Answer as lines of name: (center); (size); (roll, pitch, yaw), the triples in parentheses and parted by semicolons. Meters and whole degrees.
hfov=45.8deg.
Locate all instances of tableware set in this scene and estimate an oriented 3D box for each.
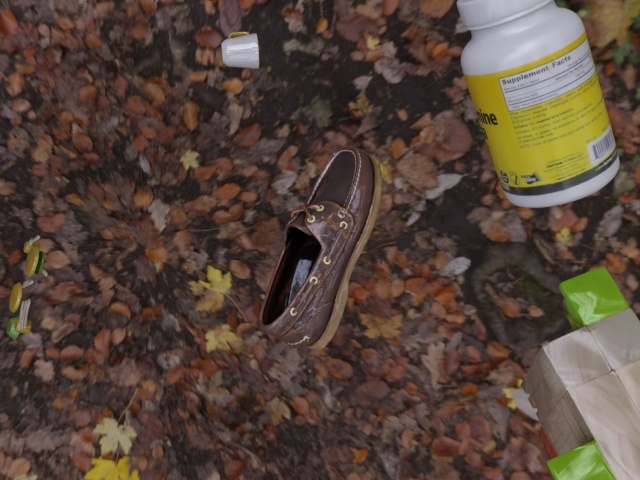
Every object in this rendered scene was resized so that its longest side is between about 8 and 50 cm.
tableware set: (-0.452, 0.073, 1.171); (0.024, 0.104, 0.154); (15, 68, -36)

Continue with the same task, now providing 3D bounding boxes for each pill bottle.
pill bottle: (0.329, -0.235, 1.172); (0.187, 0.188, 0.334); (-28, 111, -12)

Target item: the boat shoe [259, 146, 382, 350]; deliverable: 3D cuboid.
boat shoe: (0.000, 0.000, 0.730); (0.073, 0.073, 0.207); (25, 74, -35)

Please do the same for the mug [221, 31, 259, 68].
mug: (-0.145, -0.338, 1.359); (0.064, 0.078, 0.062); (-6, 110, -7)

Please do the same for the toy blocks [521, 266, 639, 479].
toy blocks: (0.318, 0.253, 0.771); (0.190, 0.261, 0.382); (-22, 64, -4)

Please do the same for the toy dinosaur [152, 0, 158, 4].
toy dinosaur: (-0.183, -0.315, 0.845); (0.082, 0.047, 0.090); (24, 89, 25)
